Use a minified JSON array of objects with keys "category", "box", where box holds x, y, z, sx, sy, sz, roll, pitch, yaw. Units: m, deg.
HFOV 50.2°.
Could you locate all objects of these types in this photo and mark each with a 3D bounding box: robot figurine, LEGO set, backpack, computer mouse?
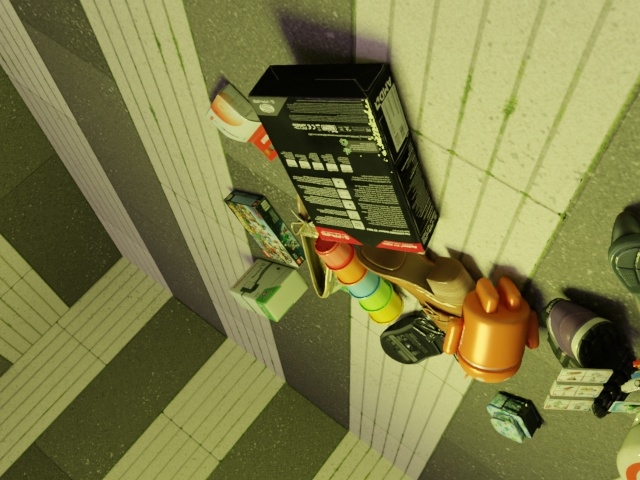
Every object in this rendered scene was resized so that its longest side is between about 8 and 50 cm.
[{"category":"robot figurine","box":[0.328,0.177,1.294,0.128,0.158,0.219,26,128,38]},{"category":"LEGO set","box":[0.505,0.232,1.123,0.245,0.060,0.182,1,147,8]},{"category":"backpack","box":[0.467,0.435,1.683,0.114,0.084,0.105,16,146,53]},{"category":"computer mouse","box":[0.257,0.241,1.698,0.188,0.072,0.272,48,146,-11]}]

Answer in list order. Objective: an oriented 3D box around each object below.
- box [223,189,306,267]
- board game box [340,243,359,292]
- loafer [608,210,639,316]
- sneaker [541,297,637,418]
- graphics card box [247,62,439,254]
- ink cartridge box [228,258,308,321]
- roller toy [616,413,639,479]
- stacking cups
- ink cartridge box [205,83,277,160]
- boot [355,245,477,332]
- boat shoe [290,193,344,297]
[{"category":"box","box":[-0.151,-0.032,1.880,0.159,0.044,0.233,14,146,50]},{"category":"board game box","box":[0.067,0.067,1.710,0.160,0.039,0.211,23,152,40]},{"category":"loafer","box":[0.483,0.065,0.960,0.096,0.084,0.267,-21,125,32]},{"category":"sneaker","box":[0.477,0.202,1.226,0.124,0.107,0.283,46,169,51]},{"category":"graphics card box","box":[0.051,-0.136,1.195,0.233,0.094,0.370,8,145,32]},{"category":"ink cartridge box","box":[-0.164,0.150,2.115,0.208,0.153,0.086,12,144,50]},{"category":"roller toy","box":[0.637,0.379,1.191,0.209,0.146,0.191,2,130,48]},{"category":"stacking cups","box":[0.090,0.077,1.554,0.096,0.096,0.316,21,159,42]},{"category":"ink cartridge box","box":[-0.164,-0.243,1.491,0.179,0.045,0.145,47,159,-7]},{"category":"boot","box":[0.220,0.097,1.445,0.284,0.109,0.220,13,150,39]},{"category":"boat shoe","box":[0.000,0.000,1.560,0.105,0.089,0.285,11,129,48]}]
